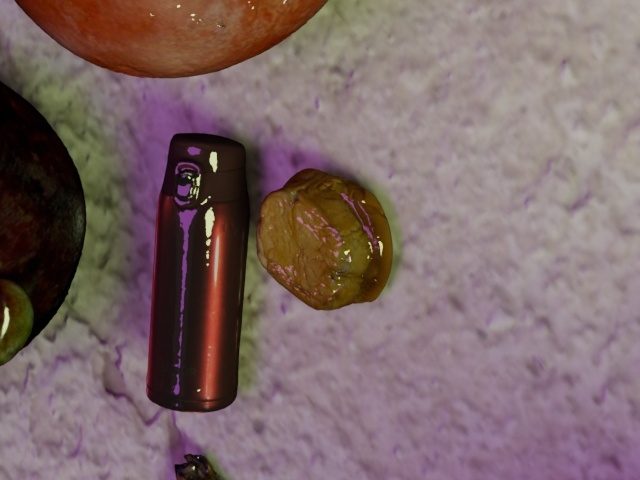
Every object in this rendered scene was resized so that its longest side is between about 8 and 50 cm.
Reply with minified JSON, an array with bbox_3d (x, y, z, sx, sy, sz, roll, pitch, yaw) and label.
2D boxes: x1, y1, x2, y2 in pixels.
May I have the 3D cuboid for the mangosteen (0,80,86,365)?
[{"bbox_3d":[-0.257,-0.008,1.168,0.216,0.216,0.216,12,108,39],"label":"mangosteen"}]

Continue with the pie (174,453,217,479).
[{"bbox_3d":[-0.065,0.217,1.191,0.092,0.034,0.170,11,107,44],"label":"pie"}]

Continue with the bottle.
[{"bbox_3d":[-0.072,0.017,1.130,0.060,0.060,0.164,18,112,37],"label":"bottle"}]

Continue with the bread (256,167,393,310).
[{"bbox_3d":[0.000,0.000,1.072,0.083,0.046,0.081,-8,101,41],"label":"bread"}]

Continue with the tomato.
[{"bbox_3d":[-0.079,-0.189,0.990,0.184,0.208,0.208,16,111,55],"label":"tomato"}]
